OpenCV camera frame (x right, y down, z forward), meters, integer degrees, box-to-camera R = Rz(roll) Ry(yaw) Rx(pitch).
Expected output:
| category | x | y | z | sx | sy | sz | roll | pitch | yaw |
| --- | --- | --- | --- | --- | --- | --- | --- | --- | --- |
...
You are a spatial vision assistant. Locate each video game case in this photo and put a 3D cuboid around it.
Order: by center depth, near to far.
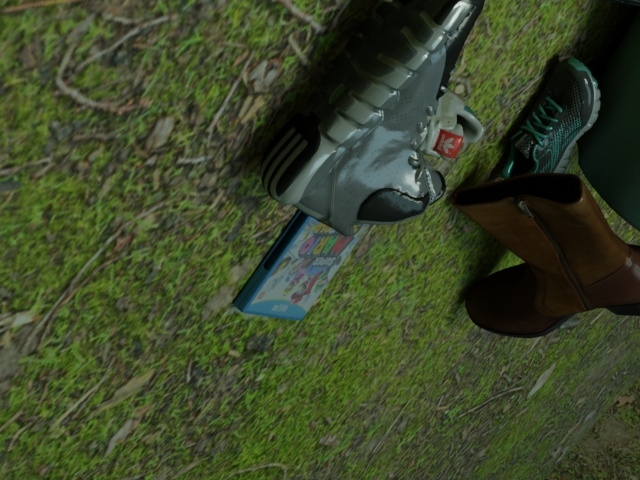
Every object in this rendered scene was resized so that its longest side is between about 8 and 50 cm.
| category | x | y | z | sx | sy | sz | roll | pitch | yaw |
| --- | --- | --- | --- | --- | --- | --- | --- | --- | --- |
| video game case | 0.000 | 0.000 | 1.173 | 0.166 | 0.015 | 0.119 | -54 | 156 | 10 |

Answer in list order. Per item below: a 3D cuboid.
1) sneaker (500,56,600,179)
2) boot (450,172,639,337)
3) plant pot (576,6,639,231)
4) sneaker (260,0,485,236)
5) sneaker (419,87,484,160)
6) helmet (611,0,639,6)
| category | x | y | z | sx | sy | sz | roll | pitch | yaw |
| --- | --- | --- | --- | --- | --- | --- | --- | --- | --- |
| sneaker | 0.237 | -0.115 | 1.361 | 0.076 | 0.065 | 0.166 | -27 | 146 | -34 |
| boot | 0.223 | 0.022 | 1.443 | 0.280 | 0.264 | 0.096 | 33 | 64 | -47 |
| plant pot | 0.455 | -0.173 | 1.361 | 0.341 | 0.341 | 0.334 | -23 | 152 | -46 |
| sneaker | 0.069 | -0.096 | 1.011 | 0.132 | 0.086 | 0.229 | 36 | 105 | -32 |
| sneaker | 0.081 | -0.100 | 1.092 | 0.161 | 0.075 | 0.057 | -14 | 137 | -53 |
| helmet | 0.266 | -0.269 | 1.051 | 0.169 | 0.169 | 0.161 | -42 | 137 | -17 |
